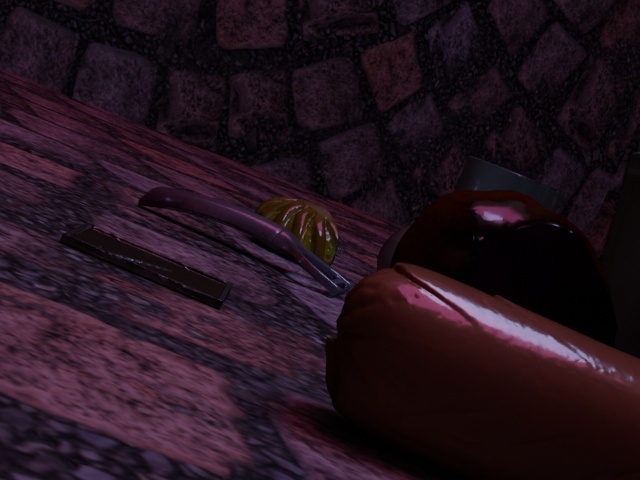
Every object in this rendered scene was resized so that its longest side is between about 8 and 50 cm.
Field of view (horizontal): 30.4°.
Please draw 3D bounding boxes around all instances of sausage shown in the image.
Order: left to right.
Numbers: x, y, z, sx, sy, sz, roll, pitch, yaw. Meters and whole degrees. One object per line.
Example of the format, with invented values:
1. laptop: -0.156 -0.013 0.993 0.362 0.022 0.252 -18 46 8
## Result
1. sausage: 0.147 0.114 0.778 0.304 0.121 0.121 23 5 -5

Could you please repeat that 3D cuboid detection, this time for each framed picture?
1. framed picture: -0.151 0.021 1.048 0.149 0.011 0.109 23 4 -1

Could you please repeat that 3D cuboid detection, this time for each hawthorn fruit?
1. hawthorn fruit: 0.168 0.051 1.101 0.215 0.215 0.250 24 7 12

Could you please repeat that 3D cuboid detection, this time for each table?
1. table: 0.197 0.021 1.434 0.126 0.220 0.126 21 6 -2

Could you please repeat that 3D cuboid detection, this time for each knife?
1. knife: -0.090 -0.009 1.443 0.278 0.053 0.123 25 0 9

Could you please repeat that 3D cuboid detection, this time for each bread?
1. bread: -0.045 -0.016 1.602 0.094 0.083 0.157 8 12 -23

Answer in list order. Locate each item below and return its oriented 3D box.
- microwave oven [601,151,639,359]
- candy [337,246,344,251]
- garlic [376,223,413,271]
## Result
1. microwave oven: 0.427 0.082 1.099 0.247 0.333 0.394 11 8 -3
2. candy: 0.000 0.001 1.905 0.083 0.020 0.030 24 3 17
3. garlic: 0.219 0.056 1.745 0.279 0.132 0.325 11 6 -32
